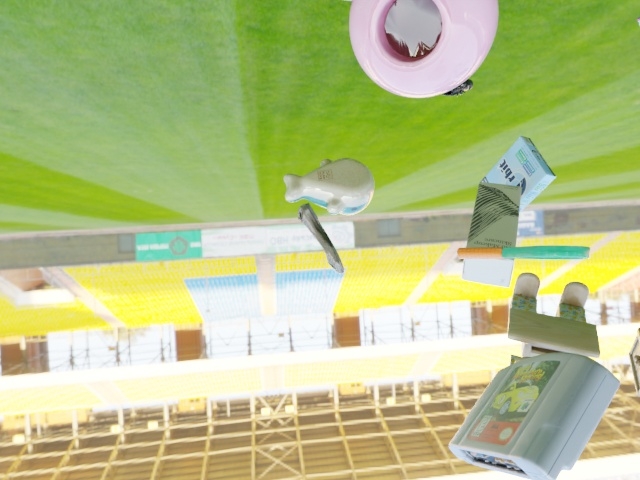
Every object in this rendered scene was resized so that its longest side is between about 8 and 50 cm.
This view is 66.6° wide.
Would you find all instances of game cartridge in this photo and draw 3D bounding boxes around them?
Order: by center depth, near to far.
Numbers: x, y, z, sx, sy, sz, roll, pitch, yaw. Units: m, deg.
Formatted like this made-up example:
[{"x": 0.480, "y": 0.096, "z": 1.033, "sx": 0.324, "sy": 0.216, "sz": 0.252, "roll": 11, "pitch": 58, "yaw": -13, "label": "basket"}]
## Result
[{"x": 0.316, "y": 0.264, "z": 0.755, "sx": 0.196, "sy": 0.060, "sz": 0.294, "roll": -43, "pitch": 171, "yaw": -19, "label": "game cartridge"}]

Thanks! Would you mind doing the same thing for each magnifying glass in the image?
[{"x": 0.348, "y": 0.021, "z": 0.858, "sx": 0.092, "sy": 0.026, "sz": 0.231, "roll": 5, "pitch": 173, "yaw": -41, "label": "magnifying glass"}]

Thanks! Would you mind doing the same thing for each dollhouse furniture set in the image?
[{"x": 0.696, "y": 0.226, "z": 1.250, "sx": 0.394, "sy": 0.257, "sz": 0.362, "roll": 10, "pitch": -145, "yaw": 17, "label": "dollhouse furniture set"}]

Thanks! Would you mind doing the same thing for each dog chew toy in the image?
[{"x": 0.173, "y": -0.344, "z": 0.754, "sx": 0.206, "sy": 0.207, "sz": 0.332, "roll": -4, "pitch": -155, "yaw": 27, "label": "dog chew toy"}]

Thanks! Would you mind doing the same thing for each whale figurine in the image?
[{"x": 0.026, "y": -0.150, "z": 1.476, "sx": 0.271, "sy": 0.216, "sz": 0.141, "roll": -6, "pitch": 144, "yaw": -6, "label": "whale figurine"}]

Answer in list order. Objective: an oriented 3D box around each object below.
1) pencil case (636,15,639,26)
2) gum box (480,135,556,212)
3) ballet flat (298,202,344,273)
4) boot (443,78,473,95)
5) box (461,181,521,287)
[{"x": 0.925, "y": -0.557, "z": 1.333, "sx": 0.064, "sy": 0.152, "sz": 0.070, "roll": -21, "pitch": -166, "yaw": 38, "label": "pencil case"}, {"x": 0.545, "y": -0.170, "z": 1.364, "sx": 0.041, "sy": 0.157, "sz": 0.184, "roll": 7, "pitch": 139, "yaw": -25, "label": "gum box"}, {"x": 0.000, "y": 0.000, "z": 1.521, "sx": 0.058, "sy": 0.250, "sz": 0.084, "roll": -30, "pitch": -176, "yaw": 1, "label": "ballet flat"}, {"x": 0.369, "y": -0.445, "z": 1.409, "sx": 0.099, "sy": 0.045, "sz": 0.121, "roll": -27, "pitch": -145, "yaw": -35, "label": "boot"}, {"x": 0.419, "y": -0.022, "z": 1.184, "sx": 0.113, "sy": 0.094, "sz": 0.275, "roll": 8, "pitch": -135, "yaw": 18, "label": "box"}]
